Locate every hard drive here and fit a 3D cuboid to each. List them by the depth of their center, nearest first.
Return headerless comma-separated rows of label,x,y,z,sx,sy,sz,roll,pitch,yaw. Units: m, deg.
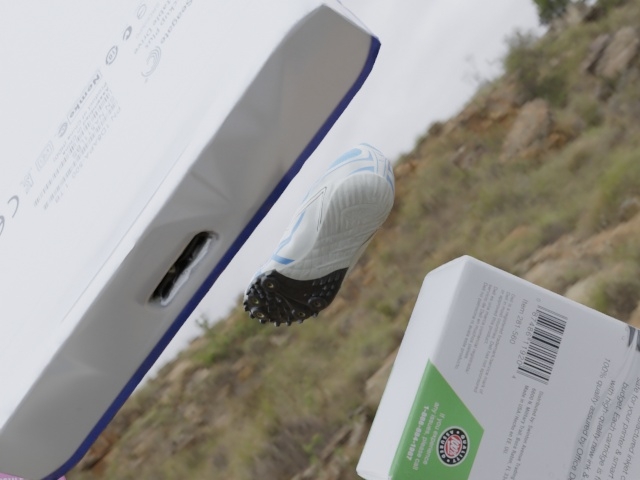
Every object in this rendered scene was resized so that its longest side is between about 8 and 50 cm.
hard drive,-0.112,-0.078,0.489,0.040,0.319,0.210,25,-70,-38

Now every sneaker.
sneaker,0.000,0.000,1.098,0.237,0.085,0.086,-51,17,31

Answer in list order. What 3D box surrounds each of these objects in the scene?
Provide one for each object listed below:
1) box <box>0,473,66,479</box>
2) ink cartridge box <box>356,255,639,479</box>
box,-0.281,0.228,0.752,0.213,0.243,0.117,-46,-32,24
ink cartridge box,0.159,0.128,0.735,0.092,0.219,0.160,142,150,-75
